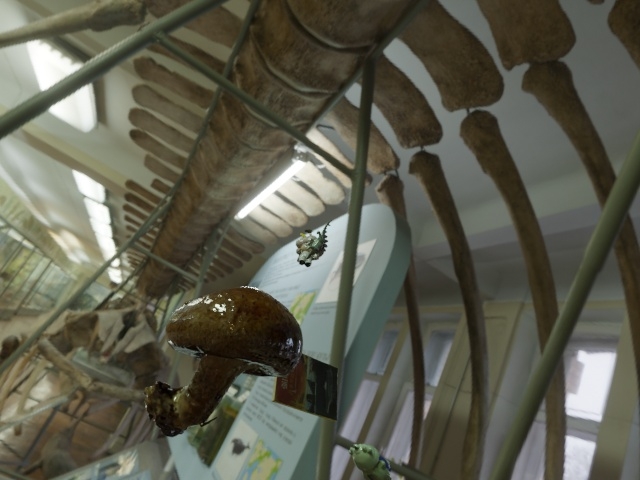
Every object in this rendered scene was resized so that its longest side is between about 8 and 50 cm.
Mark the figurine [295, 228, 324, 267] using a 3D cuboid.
[{"bbox_3d":[-0.052,0.046,2.096,0.137,0.229,0.112,14,-57,0],"label":"figurine"}]

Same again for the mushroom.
[{"bbox_3d":[-0.226,0.275,1.094,0.334,0.356,0.331,3,-46,23],"label":"mushroom"}]

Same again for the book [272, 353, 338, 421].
[{"bbox_3d":[-0.060,0.663,2.138,0.374,0.262,0.028,30,-45,-31],"label":"book"}]

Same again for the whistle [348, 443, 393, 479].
[{"bbox_3d":[0.189,0.795,1.624,0.110,0.092,0.244,-27,-70,35],"label":"whistle"}]

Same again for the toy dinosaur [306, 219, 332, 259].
[{"bbox_3d":[-0.001,0.000,1.872,0.082,0.209,0.039,43,-28,-26],"label":"toy dinosaur"}]
